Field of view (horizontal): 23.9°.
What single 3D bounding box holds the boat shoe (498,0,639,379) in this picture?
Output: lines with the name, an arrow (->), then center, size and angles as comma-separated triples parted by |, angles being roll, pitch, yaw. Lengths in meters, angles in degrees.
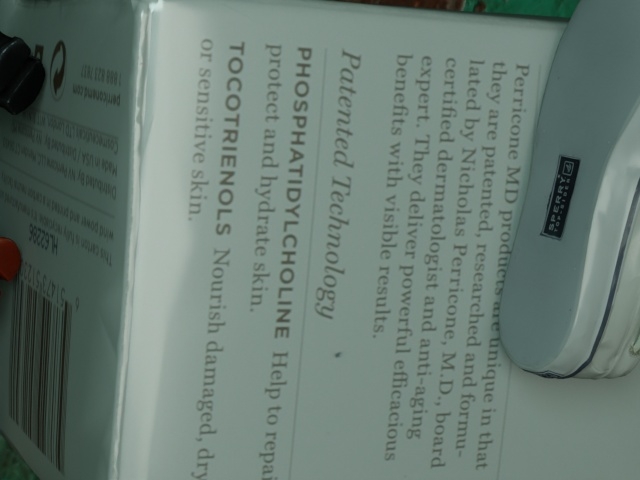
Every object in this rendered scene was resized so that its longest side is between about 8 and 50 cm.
boat shoe -> 0.185, -0.045, 0.882 | 0.088, 0.096, 0.268 | 10, 94, -32

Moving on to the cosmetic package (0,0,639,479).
cosmetic package -> 0.000, 0.000, 1.035 | 0.393, 0.329, 0.328 | 0, 99, -27

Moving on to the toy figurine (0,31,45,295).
toy figurine -> -0.290, -0.049, 0.921 | 0.209, 0.148, 0.213 | -25, 133, -53
